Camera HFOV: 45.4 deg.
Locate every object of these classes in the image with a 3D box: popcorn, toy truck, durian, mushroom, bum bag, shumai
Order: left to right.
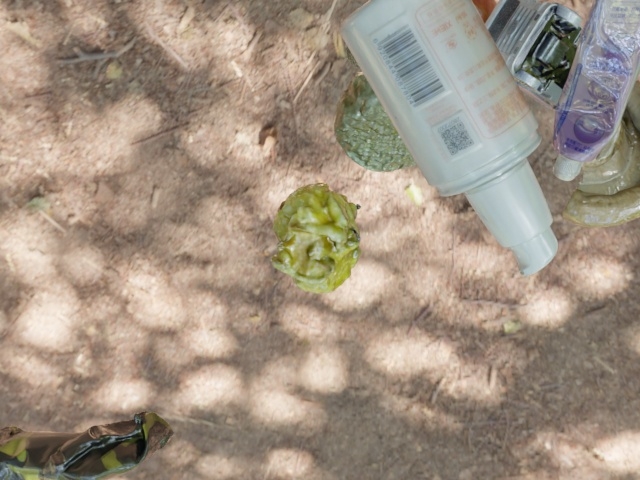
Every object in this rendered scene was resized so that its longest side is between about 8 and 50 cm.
[{"bbox_3d":[-0.263,0.214,0.770,0.233,0.107,0.060,-12,90,27],"label":"bum bag"},{"bbox_3d":[-0.002,-0.002,1.489,0.170,0.189,0.218,-10,95,11],"label":"popcorn"},{"bbox_3d":[0.095,-0.455,1.834,0.091,0.080,0.080,35,119,14],"label":"durian"},{"bbox_3d":[0.149,-0.266,1.380,0.225,0.222,0.261,18,154,-18],"label":"shumai"},{"bbox_3d":[0.424,-0.304,1.363,0.367,0.175,0.146,20,105,-44],"label":"toy truck"},{"bbox_3d":[0.549,-0.134,1.331,0.151,0.156,0.285,27,85,33],"label":"mushroom"}]

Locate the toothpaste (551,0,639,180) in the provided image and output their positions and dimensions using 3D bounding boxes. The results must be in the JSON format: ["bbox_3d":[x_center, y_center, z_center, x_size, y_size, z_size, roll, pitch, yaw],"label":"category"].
[{"bbox_3d":[0.299,-0.185,0.807,0.075,0.048,0.301,6,135,1],"label":"toothpaste"}]

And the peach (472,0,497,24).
[{"bbox_3d":[0.280,-0.398,1.594,0.232,0.232,0.256,-13,81,14],"label":"peach"}]

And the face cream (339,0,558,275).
[{"bbox_3d":[0.119,-0.087,0.611,0.101,0.101,0.251,-29,100,20],"label":"face cream"}]
